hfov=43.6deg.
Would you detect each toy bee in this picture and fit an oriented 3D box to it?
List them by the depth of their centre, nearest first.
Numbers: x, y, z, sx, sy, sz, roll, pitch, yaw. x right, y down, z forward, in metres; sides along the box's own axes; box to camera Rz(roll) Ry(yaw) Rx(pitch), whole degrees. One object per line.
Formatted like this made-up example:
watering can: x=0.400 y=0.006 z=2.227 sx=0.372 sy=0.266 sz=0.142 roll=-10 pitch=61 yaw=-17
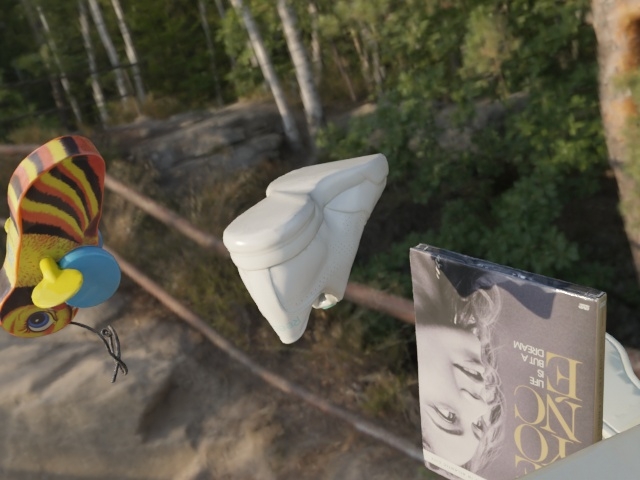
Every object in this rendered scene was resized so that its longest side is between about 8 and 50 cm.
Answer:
toy bee: x=-0.299 y=0.044 z=0.861 sx=0.162 sy=0.298 sz=0.195 roll=-14 pitch=13 yaw=-26

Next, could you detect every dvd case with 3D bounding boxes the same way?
dvd case: x=0.144 y=0.121 z=0.636 sx=0.018 sy=0.221 sz=0.165 roll=-27 pitch=30 yaw=-38

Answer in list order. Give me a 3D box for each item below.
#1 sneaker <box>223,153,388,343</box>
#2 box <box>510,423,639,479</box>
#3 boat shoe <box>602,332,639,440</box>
sneaker: x=0.000 y=0.000 z=0.584 sx=0.080 sy=0.094 sz=0.212 roll=-9 pitch=18 yaw=28
box: x=0.044 y=0.178 z=0.311 sx=0.275 sy=0.113 sz=0.094 roll=-15 pitch=44 yaw=-23
boat shoe: x=0.318 y=0.195 z=0.896 sx=0.116 sy=0.099 sz=0.319 roll=-19 pitch=34 yaw=-16
